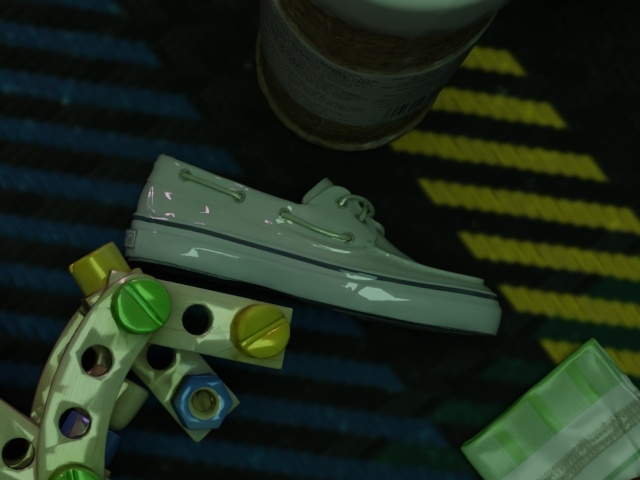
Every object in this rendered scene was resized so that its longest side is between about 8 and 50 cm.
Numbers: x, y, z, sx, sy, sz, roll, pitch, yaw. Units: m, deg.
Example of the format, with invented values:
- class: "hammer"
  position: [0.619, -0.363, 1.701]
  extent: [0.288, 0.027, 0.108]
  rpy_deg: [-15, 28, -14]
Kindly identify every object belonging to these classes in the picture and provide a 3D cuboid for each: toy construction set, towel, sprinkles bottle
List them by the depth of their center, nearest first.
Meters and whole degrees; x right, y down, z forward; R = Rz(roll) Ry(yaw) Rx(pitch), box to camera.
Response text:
- class: "sprinkles bottle"
  position: [0.028, -0.128, 0.686]
  extent: [0.121, 0.355, 0.121]
  rpy_deg: [0, 84, -3]
- class: "toy construction set"
  position: [-0.199, 0.034, 0.734]
  extent: [0.328, 0.151, 0.215]
  rpy_deg: [36, 79, 3]
- class: "towel"
  position: [0.173, 0.150, 0.834]
  extent: [0.113, 0.023, 0.152]
  rpy_deg: [-40, 87, -7]

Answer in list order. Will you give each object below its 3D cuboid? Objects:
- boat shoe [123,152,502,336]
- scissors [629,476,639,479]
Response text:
- class: "boat shoe"
  position: [0.000, 0.000, 0.808]
  extent: [0.226, 0.083, 0.075]
  rpy_deg: [13, 84, -1]
- class: "scissors"
  position: [0.289, 0.239, 0.775]
  extent: [0.109, 0.021, 0.297]
  rpy_deg: [-36, 72, -10]
